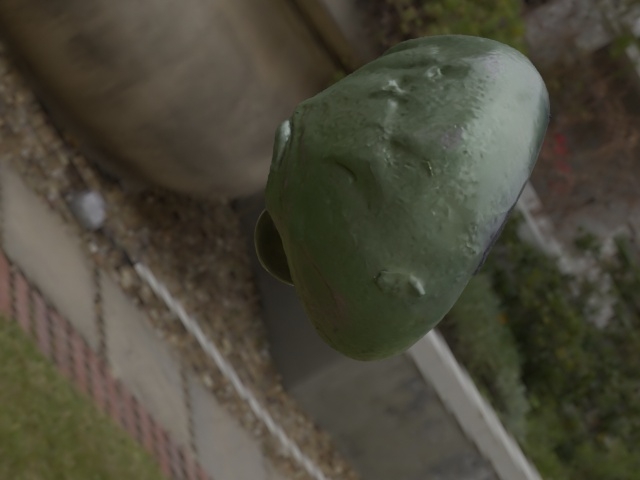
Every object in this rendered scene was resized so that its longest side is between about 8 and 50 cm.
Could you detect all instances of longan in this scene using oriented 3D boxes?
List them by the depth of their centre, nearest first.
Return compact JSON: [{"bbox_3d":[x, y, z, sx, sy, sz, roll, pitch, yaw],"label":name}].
[{"bbox_3d":[0.000,0.000,2.240,0.167,0.187,0.167,177,-90,-79],"label":"longan"}]

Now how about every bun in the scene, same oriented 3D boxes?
[{"bbox_3d":[0.050,-0.052,1.292,0.187,0.293,0.293,34,12,-4],"label":"bun"}]
